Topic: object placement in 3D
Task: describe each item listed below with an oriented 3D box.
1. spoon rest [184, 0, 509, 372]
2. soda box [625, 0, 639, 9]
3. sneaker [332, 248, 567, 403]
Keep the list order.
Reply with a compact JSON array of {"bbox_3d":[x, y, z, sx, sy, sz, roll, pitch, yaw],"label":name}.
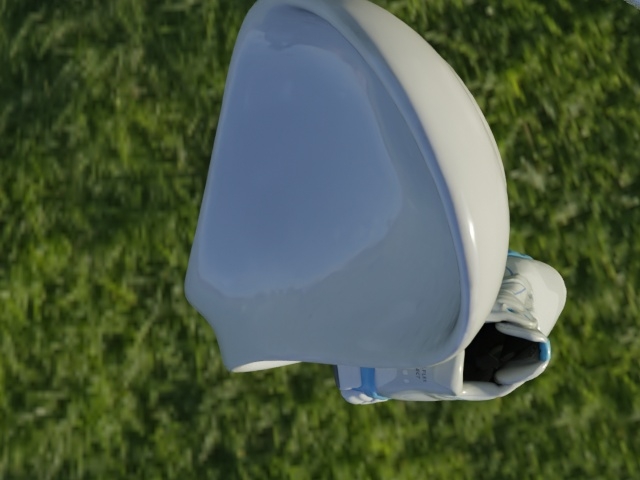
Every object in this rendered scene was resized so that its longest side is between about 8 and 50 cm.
[{"bbox_3d":[0.000,0.000,0.656,0.084,0.137,0.276,-28,169,-16],"label":"spoon rest"},{"bbox_3d":[0.132,-0.087,0.511,0.074,0.216,0.069,-59,152,12],"label":"soda box"},{"bbox_3d":[0.091,0.052,0.908,0.083,0.190,0.071,7,105,34],"label":"sneaker"}]
